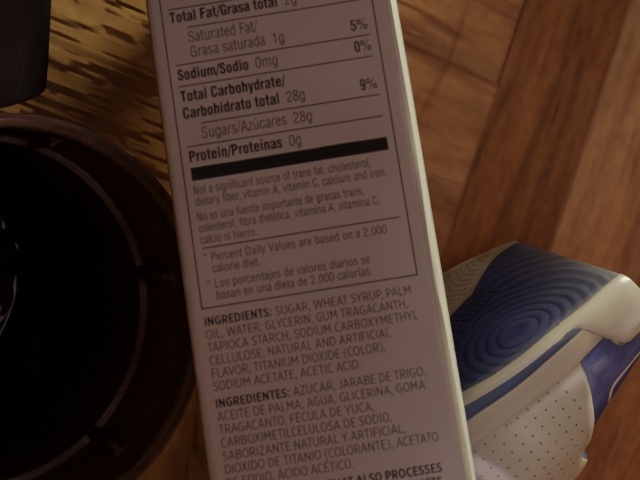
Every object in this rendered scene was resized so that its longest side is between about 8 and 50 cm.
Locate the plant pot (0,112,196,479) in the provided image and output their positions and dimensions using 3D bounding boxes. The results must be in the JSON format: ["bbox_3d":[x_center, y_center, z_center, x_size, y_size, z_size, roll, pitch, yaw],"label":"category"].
[{"bbox_3d":[-0.158,0.026,0.748,0.167,0.165,0.167,-4,98,-29],"label":"plant pot"}]

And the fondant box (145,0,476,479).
[{"bbox_3d":[0.000,0.000,0.731,0.096,0.238,0.330,-8,78,3],"label":"fondant box"}]

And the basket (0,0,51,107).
[{"bbox_3d":[-0.188,-0.167,0.722,0.204,0.154,0.227,-8,104,-20],"label":"basket"}]

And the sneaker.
[{"bbox_3d":[0.064,0.162,0.921,0.315,0.127,0.182,-46,118,-9],"label":"sneaker"}]
